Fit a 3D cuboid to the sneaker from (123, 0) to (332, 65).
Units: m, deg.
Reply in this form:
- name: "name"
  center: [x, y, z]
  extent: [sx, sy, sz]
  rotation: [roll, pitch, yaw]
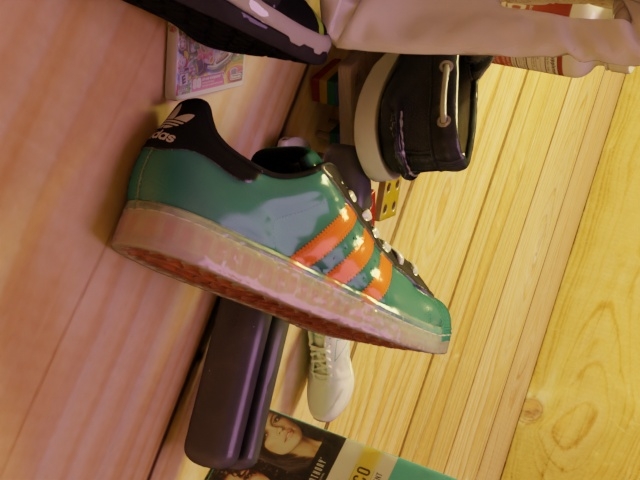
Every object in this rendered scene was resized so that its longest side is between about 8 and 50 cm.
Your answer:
- name: "sneaker"
  center: [-0.056, -0.171, 0.519]
  extent: [0.235, 0.084, 0.097]
  rotation: [13, 92, -60]

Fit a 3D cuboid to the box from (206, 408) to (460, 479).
- name: "box"
  center: [0.026, 0.232, 0.776]
  extent: [0.100, 0.244, 0.060]
  rotation: [-60, 153, -30]

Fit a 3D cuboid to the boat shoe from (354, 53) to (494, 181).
- name: "boat shoe"
  center: [0.116, -0.173, 0.787]
  extent: [0.114, 0.091, 0.302]
  rotation: [54, 44, -50]

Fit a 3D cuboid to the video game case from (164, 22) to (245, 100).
- name: "video game case"
  center: [-0.074, -0.161, 0.602]
  extent: [0.087, 0.011, 0.121]
  rotation: [-31, 131, -58]

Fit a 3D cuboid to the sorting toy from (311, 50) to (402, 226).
- name: "sorting toy"
  center: [0.038, -0.123, 0.833]
  extent: [0.132, 0.046, 0.274]
  rotation: [-50, 146, -45]

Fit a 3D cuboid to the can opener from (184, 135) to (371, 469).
- name: "can opener"
  center: [-0.029, 0.050, 0.726]
  extent: [0.076, 0.095, 0.283]
  rotation: [36, 65, -65]

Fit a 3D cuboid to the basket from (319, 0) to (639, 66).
- name: "basket"
  center: [0.169, -0.320, 0.597]
  extent: [0.266, 0.329, 0.331]
  rotation: [-73, 163, -52]

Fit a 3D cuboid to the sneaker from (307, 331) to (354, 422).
- name: "sneaker"
  center: [0.006, 0.111, 0.914]
  extent: [0.061, 0.054, 0.152]
  rotation: [16, 83, -58]

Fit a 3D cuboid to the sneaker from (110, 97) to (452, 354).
- name: "sneaker"
  center: [0.000, 0.000, 0.643]
  extent: [0.302, 0.108, 0.121]
  rotation: [26, 74, -39]

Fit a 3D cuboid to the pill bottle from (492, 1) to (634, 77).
- name: "pill bottle"
  center: [0.265, -0.259, 1.043]
  extent: [0.121, 0.216, 0.121]
  rotation: [-46, 144, -49]
